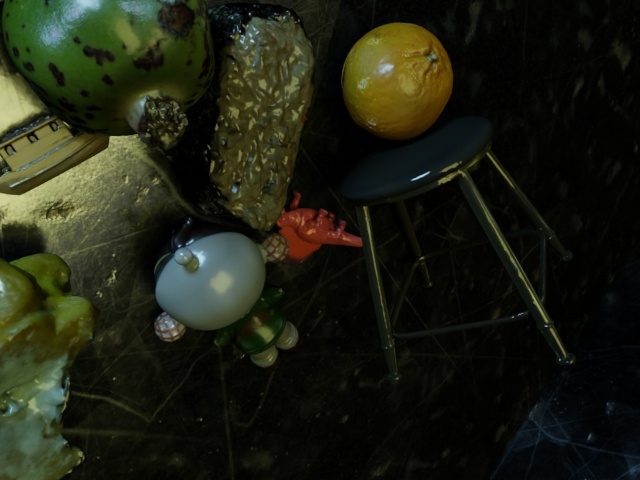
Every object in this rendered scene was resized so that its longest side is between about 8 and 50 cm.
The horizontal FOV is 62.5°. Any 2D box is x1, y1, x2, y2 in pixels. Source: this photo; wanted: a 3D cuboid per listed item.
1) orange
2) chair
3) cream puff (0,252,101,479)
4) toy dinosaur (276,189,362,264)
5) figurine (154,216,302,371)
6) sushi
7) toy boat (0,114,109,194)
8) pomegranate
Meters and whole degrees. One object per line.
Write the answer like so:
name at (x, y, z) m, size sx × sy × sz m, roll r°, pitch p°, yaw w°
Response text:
orange at (0.148, -0.301, 1.008) m, size 0.219 × 0.193 × 0.219 m, roll -5°, pitch 103°, yaw -20°
chair at (0.259, -0.004, 1.059) m, size 0.410 × 0.365 × 0.362 m, roll 62°, pitch 35°, yaw -20°
cream puff at (-0.447, 0.169, 0.646) m, size 0.274 × 0.270 × 0.323 m, roll 8°, pitch 93°, yaw -58°
toy dinosaur at (-0.006, 0.005, 1.082) m, size 0.286 × 0.070 × 0.139 m, roll 26°, pitch 99°, yaw -44°
figurine at (-0.154, 0.106, 0.931) m, size 0.281 × 0.167 × 0.370 m, roll -37°, pitch 132°, yaw -5°
sushi at (-0.121, -0.195, 0.841) m, size 0.211 × 0.171 × 0.350 m, roll 0°, pitch 107°, yaw -40°
toy boat at (-0.377, -0.134, 0.738) m, size 0.200 × 0.057 × 0.077 m, roll -37°, pitch 119°, yaw -23°
pomegranate at (-0.247, -0.239, 0.664) m, size 0.254 × 0.254 × 0.270 m, roll -28°, pitch 77°, yaw -28°
